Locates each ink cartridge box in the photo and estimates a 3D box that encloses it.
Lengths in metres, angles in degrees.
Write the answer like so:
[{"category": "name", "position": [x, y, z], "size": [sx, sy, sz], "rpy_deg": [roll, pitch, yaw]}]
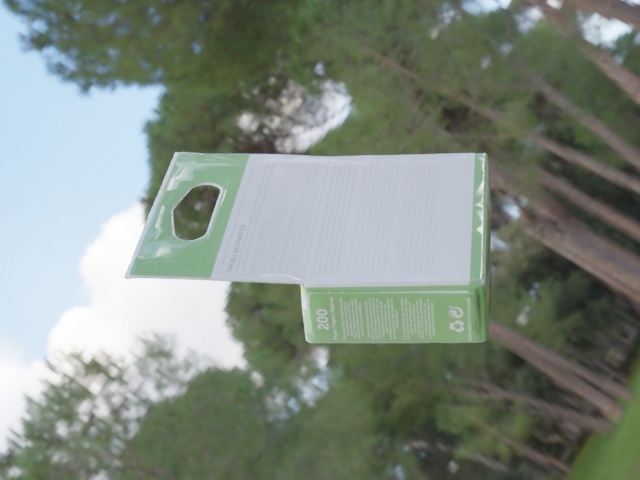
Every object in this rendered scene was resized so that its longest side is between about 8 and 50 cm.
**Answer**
[{"category": "ink cartridge box", "position": [0.000, 0.000, 0.934], "size": [0.171, 0.235, 0.056], "rpy_deg": [-78, -15, -56]}]
